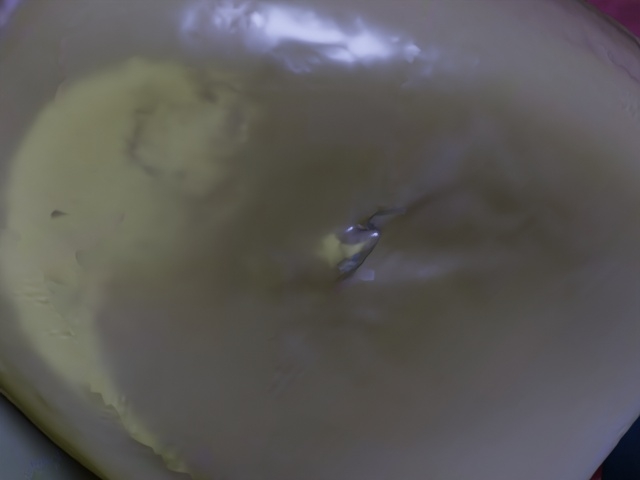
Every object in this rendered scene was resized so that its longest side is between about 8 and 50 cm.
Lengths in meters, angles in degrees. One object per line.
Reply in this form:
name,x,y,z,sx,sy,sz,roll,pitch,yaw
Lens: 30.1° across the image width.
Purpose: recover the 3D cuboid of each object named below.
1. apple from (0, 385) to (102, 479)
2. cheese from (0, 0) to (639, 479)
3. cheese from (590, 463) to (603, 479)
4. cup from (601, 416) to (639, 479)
apple,-0.316,0.137,0.518,0.473,0.474,0.474,8,138,7
cheese,0.000,0.000,0.439,0.315,0.128,0.260,33,94,-25
cheese,0.177,0.101,0.612,0.155,0.062,0.244,-3,122,12
cup,0.228,0.130,0.498,0.299,0.173,0.168,-16,110,-11
